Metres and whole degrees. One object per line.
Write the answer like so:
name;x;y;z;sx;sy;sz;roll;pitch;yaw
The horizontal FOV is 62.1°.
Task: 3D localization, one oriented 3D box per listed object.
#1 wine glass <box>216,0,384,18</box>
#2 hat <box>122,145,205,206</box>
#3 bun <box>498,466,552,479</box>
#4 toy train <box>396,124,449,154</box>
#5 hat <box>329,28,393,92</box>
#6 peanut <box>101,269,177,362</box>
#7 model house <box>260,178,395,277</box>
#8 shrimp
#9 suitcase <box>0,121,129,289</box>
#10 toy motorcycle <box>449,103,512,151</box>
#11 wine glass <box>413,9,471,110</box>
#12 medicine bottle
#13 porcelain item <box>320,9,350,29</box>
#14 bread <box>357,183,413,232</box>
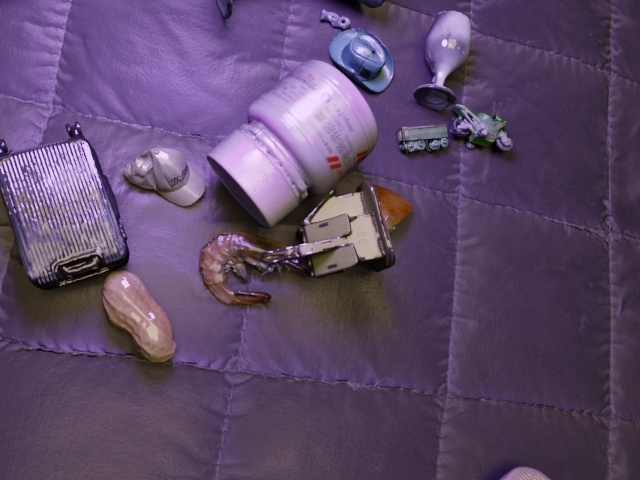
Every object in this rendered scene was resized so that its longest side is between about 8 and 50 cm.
wine glass;-0.057;-0.675;1.280;0.405;0.267;0.267;-16;84;-16
hat;-0.339;-0.143;1.181;0.166;0.081;0.122;42;73;-15
bun;0.481;0.628;1.244;0.166;0.113;0.173;-15;61;-23
toy train;0.273;-0.268;1.401;0.147;0.038;0.071;-8;82;-19
hat;0.116;-0.478;1.376;0.191;0.078;0.138;39;69;-6
peanut;-0.375;0.159;1.097;0.098;0.090;0.214;-39;91;-32
model house;0.000;0.000;1.204;0.278;0.218;0.205;-14;83;-5
shrimp;-0.152;0.072;1.203;0.253;0.058;0.173;22;81;-10
suitcase;-0.521;-0.065;1.078;0.202;0.128;0.312;-20;85;-19
toy motorcycle;0.440;-0.307;1.444;0.190;0.074;0.106;15;66;-12
wine glass;0.329;-0.479;1.416;0.126;0.126;0.241;20;76;-12
medicine bottle;-0.062;-0.208;1.176;0.325;0.256;0.256;-42;92;-12
porcelain item;0.040;-0.581;1.400;0.083;0.028;0.036;13;73;-15
bread;0.175;-0.078;1.324;0.135;0.054;0.155;-5;72;-28
